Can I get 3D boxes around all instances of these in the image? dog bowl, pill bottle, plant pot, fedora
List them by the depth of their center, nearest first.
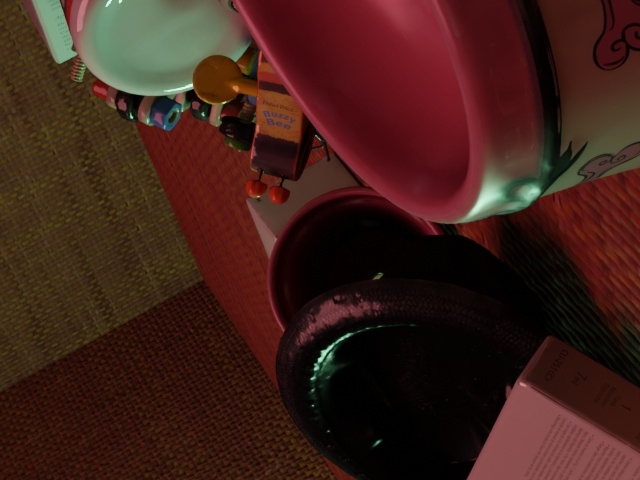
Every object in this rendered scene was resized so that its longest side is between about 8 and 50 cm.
[{"bbox_3d":[0.055,-0.189,0.997,0.408,0.150,0.408,51,163,22],"label":"dog bowl"},{"bbox_3d":[0.119,0.110,1.478,0.334,0.334,0.153,70,-151,-42],"label":"fedora"},{"bbox_3d":[0.054,0.046,1.730,0.201,0.201,0.180,60,-174,6],"label":"plant pot"},{"bbox_3d":[-0.209,-0.350,1.779,0.210,0.210,0.363,72,176,-50],"label":"pill bottle"}]

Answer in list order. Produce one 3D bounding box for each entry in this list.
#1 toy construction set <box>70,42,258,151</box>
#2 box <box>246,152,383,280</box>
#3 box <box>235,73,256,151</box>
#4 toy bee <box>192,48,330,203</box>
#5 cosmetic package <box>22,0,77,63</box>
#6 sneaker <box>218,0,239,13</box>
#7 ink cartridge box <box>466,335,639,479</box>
[{"bbox_3d":[-0.178,-0.274,2.020,0.309,0.257,0.237,29,106,43],"label":"toy construction set"},{"bbox_3d":[0.000,0.000,2.010,0.091,0.130,0.170,53,168,45],"label":"box"},{"bbox_3d":[-0.148,-0.257,2.262,0.231,0.056,0.183,60,170,9],"label":"box"},{"bbox_3d":[-0.025,-0.127,1.685,0.195,0.162,0.298,2,146,25],"label":"toy bee"},{"bbox_3d":[-0.328,-0.449,2.135,0.161,0.230,0.453,58,169,19],"label":"cosmetic package"},{"bbox_3d":[-0.007,-0.211,1.406,0.331,0.146,0.122,57,168,17],"label":"sneaker"},{"bbox_3d":[0.251,0.249,1.355,0.261,0.066,0.296,32,142,13],"label":"ink cartridge box"}]
